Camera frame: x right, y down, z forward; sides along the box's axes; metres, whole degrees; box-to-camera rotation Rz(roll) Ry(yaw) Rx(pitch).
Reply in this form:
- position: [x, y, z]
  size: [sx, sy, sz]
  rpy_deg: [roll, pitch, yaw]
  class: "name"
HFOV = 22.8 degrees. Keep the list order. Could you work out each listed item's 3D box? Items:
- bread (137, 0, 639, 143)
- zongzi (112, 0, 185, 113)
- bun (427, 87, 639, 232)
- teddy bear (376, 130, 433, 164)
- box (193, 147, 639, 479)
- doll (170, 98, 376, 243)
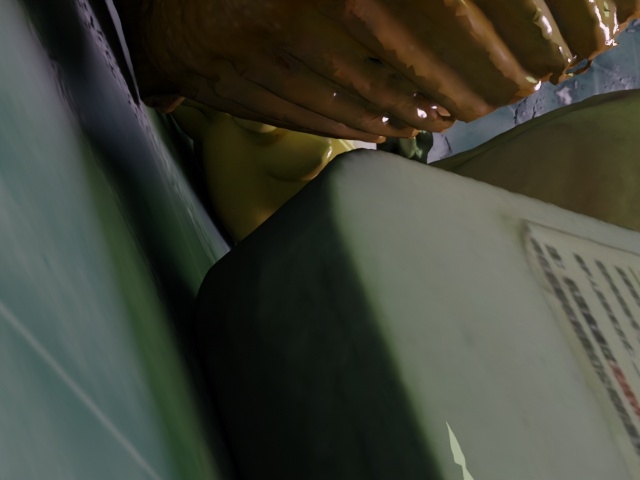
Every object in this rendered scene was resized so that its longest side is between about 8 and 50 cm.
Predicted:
- position: [0.036, -0.122, 0.602]
  size: [0.139, 0.240, 0.240]
  rpy_deg: [52, 7, -14]
  class: "bread"
- position: [-0.006, -0.213, 0.771]
  size: [0.134, 0.286, 0.288]
  rpy_deg: [124, -50, -66]
  class: "zongzi"
- position: [0.175, 0.076, 1.032]
  size: [0.213, 0.361, 0.361]
  rpy_deg: [-85, 152, -66]
  class: "bun"
- position: [-0.033, -0.132, 0.929]
  size: [0.171, 0.144, 0.251]
  rpy_deg: [34, -1, 27]
  class: "teddy bear"
- position: [0.160, 0.168, 0.614]
  size: [0.396, 0.111, 0.396]
  rpy_deg: [14, 45, -44]
  class: "box"
- position: [0.000, -0.001, 0.857]
  size: [0.117, 0.086, 0.291]
  rpy_deg: [20, -24, 32]
  class: "doll"
